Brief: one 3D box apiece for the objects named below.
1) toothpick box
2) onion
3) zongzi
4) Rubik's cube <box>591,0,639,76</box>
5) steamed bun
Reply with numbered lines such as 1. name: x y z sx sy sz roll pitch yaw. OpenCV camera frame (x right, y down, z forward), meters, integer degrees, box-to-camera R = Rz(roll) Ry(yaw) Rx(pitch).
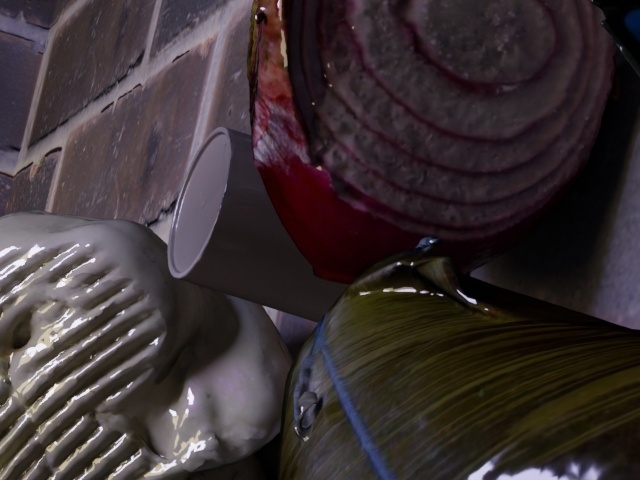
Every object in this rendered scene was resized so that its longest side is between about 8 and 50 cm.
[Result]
1. toothpick box: 0.000 0.000 1.112 0.111 0.181 0.111 -51 29 44
2. onion: 0.057 -0.080 1.002 0.207 0.216 0.206 -156 67 -81
3. zongzi: 0.145 0.068 0.717 0.432 0.208 0.403 -47 22 24
4. Rubik's cube: 0.219 -0.074 0.753 0.250 0.284 0.234 -2 -95 -86
5. steamed bun: -0.182 0.147 1.316 0.339 0.352 0.247 -56 0 9
